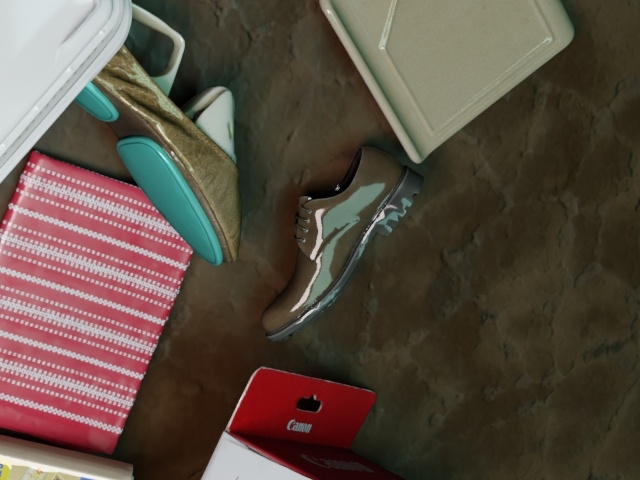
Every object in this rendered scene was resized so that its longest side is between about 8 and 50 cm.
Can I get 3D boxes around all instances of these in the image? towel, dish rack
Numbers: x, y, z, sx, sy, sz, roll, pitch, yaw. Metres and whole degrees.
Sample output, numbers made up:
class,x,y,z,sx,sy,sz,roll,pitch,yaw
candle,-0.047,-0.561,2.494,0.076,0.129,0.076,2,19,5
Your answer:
class,x,y,z,sx,sy,sz,roll,pitch,yaw
towel,-0.245,0.067,1.793,0.199,0.031,0.275,19,97,-29
dish rack,-0.337,-0.175,1.537,0.285,0.072,0.333,43,76,-18

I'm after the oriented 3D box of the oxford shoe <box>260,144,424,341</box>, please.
class,x,y,z,sx,sy,sz,roll,pitch,yaw
oxford shoe,0.000,0.000,1.875,0.096,0.083,0.227,35,89,-14

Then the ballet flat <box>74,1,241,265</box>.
class,x,y,z,sx,sy,sz,roll,pitch,yaw
ballet flat,-0.158,-0.132,1.716,0.124,0.116,0.342,-49,111,-19

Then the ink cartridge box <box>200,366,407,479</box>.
class,x,y,z,sx,sy,sz,roll,pitch,yaw
ink cartridge box,-0.009,0.285,1.848,0.272,0.130,0.309,-65,155,2

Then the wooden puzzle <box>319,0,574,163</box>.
class,x,y,z,sx,sy,sz,roll,pitch,yaw
wooden puzzle,0.129,-0.230,1.870,0.239,0.044,0.221,-41,121,-14

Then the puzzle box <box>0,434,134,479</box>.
class,x,y,z,sx,sy,sz,roll,pitch,yaw
puzzle box,-0.356,0.380,1.779,0.272,0.052,0.409,13,103,-6
